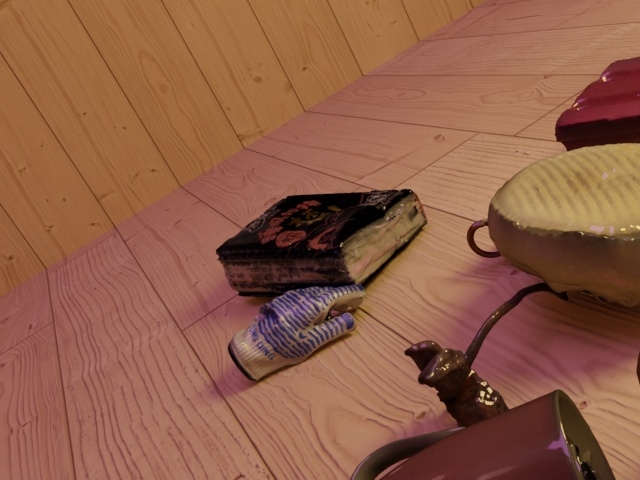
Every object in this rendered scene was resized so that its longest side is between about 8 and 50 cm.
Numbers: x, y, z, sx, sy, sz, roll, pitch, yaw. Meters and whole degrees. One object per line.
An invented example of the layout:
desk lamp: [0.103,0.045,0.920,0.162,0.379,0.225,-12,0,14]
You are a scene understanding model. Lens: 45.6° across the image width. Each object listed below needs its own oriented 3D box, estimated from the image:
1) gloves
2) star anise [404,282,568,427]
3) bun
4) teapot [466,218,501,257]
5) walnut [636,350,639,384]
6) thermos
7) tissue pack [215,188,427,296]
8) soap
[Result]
gloves: [-0.031,0.128,1.158,0.229,0.097,0.119,-28,50,-11]
star anise: [0.213,0.114,0.845,0.227,0.218,0.148,-46,65,-6]
bun: [0.343,-0.013,0.909,0.287,0.146,0.287,-11,26,6]
teapot: [0.289,-0.031,1.076,0.173,0.116,0.116,-24,21,15]
walnut: [0.332,0.113,0.587,0.155,0.184,0.155,-35,27,21]
thermos: [0.111,0.233,0.652,0.265,0.146,0.176,-26,26,22]
tissue pack: [0.000,0.000,1.364,0.332,0.123,0.245,-2,28,44]
soap: [0.553,-0.195,1.096,0.233,0.128,0.359,-43,25,-30]
